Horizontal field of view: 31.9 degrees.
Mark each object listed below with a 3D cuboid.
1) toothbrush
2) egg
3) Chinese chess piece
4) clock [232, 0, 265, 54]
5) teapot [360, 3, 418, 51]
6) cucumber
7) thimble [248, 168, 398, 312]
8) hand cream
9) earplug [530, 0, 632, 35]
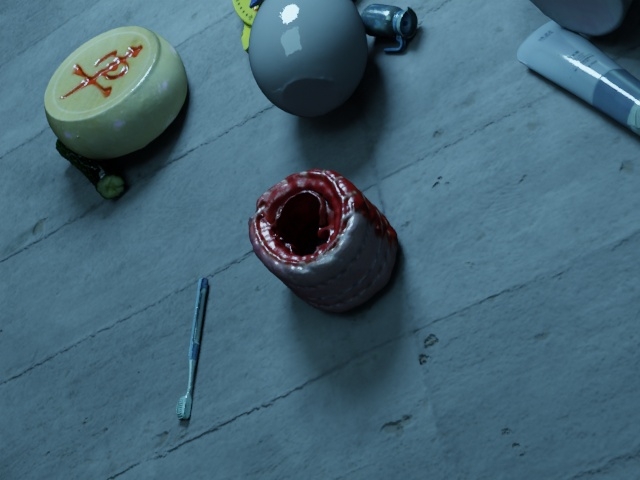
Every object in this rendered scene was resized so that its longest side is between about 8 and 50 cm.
[{"bbox_3d":[-0.184,0.155,1.625,0.019,0.016,0.219,-17,56,39],"label":"toothbrush"},{"bbox_3d":[-0.018,-0.291,1.656,0.176,0.176,0.232,-20,45,27],"label":"egg"},{"bbox_3d":[-0.348,-0.253,1.897,0.251,0.097,0.251,-16,46,17],"label":"Chinese chess piece"},{"bbox_3d":[-0.038,-0.461,1.843,0.293,0.071,0.277,-35,48,15],"label":"clock"},{"bbox_3d":[0.098,-0.320,1.672,0.083,0.049,0.063,17,75,41],"label":"teapot"},{"bbox_3d":[-0.393,-0.132,1.923,0.058,0.058,0.187,-51,46,0],"label":"cucumber"},{"bbox_3d":[0.006,-0.001,1.501,0.189,0.125,0.163,32,83,44],"label":"thimble"},{"bbox_3d":[0.345,-0.210,1.426,0.079,0.048,0.255,-39,43,0],"label":"hand cream"},{"bbox_3d":[0.399,-0.429,1.438,0.172,0.172,0.301,27,70,43],"label":"earplug"}]
